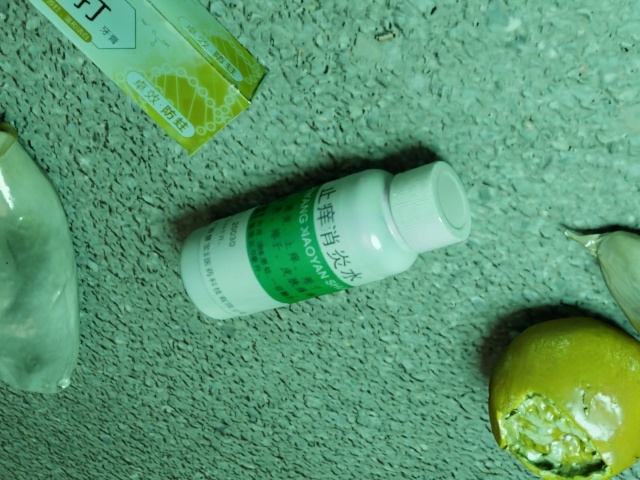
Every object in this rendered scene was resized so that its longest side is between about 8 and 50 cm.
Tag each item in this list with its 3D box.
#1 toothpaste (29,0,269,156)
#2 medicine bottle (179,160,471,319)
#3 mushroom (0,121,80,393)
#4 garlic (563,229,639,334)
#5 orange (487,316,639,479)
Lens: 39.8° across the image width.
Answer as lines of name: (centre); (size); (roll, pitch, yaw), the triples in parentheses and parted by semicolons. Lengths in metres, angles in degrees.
toothpaste: (-0.180, -0.207, 0.681); (0.089, 0.071, 0.313); (-34, 111, 34)
medicine bottle: (0.000, 0.000, 0.769); (0.260, 0.095, 0.095); (-18, 120, 30)
mushroom: (-0.307, 0.031, 0.913); (0.109, 0.097, 0.351); (1, 128, -6)
garlic: (0.274, 0.042, 0.718); (0.084, 0.066, 0.152); (-27, 117, 38)
orange: (0.225, 0.144, 0.780); (0.155, 0.134, 0.154); (6, 128, 7)
